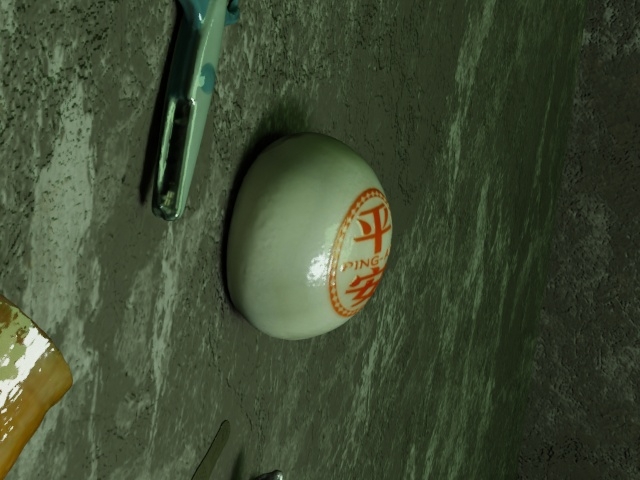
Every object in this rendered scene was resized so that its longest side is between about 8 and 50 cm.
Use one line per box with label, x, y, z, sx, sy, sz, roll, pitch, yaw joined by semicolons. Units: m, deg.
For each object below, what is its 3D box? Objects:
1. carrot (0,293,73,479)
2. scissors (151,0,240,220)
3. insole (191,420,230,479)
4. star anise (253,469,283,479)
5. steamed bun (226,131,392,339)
carrot;-0.296;0.134;0.970;0.254;0.196;0.196;-60;155;-21
scissors;-0.117;-0.160;1.461;0.138;0.041;0.289;18;80;-69
insole;-0.126;0.255;1.740;0.045;0.002;0.135;80;28;-47
star anise;-0.082;0.353;1.818;0.212;0.073;0.197;87;28;-43
steamed bun;0.000;0.000;1.727;0.232;0.145;0.231;12;90;-71
